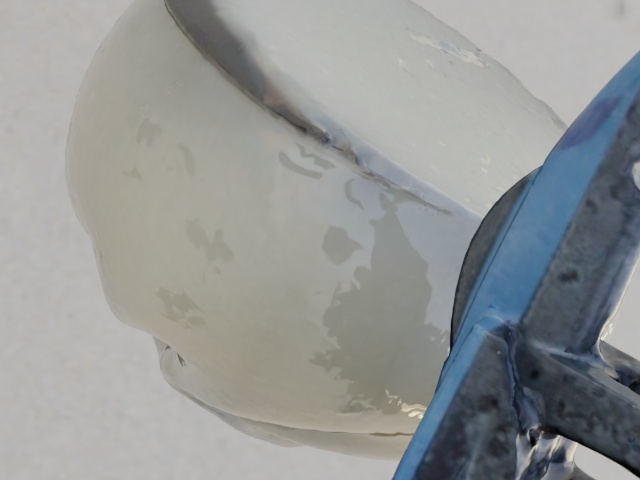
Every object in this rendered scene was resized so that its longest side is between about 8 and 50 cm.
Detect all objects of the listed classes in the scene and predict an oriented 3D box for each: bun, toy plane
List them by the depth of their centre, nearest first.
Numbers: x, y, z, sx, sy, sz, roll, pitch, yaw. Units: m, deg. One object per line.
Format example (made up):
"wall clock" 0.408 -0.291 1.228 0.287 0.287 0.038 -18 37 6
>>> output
"toy plane" 0.039 0.067 0.430 0.169 0.078 0.246 -19 143 -54
"bun" 0.000 0.000 0.562 0.120 0.173 0.173 -56 159 21
